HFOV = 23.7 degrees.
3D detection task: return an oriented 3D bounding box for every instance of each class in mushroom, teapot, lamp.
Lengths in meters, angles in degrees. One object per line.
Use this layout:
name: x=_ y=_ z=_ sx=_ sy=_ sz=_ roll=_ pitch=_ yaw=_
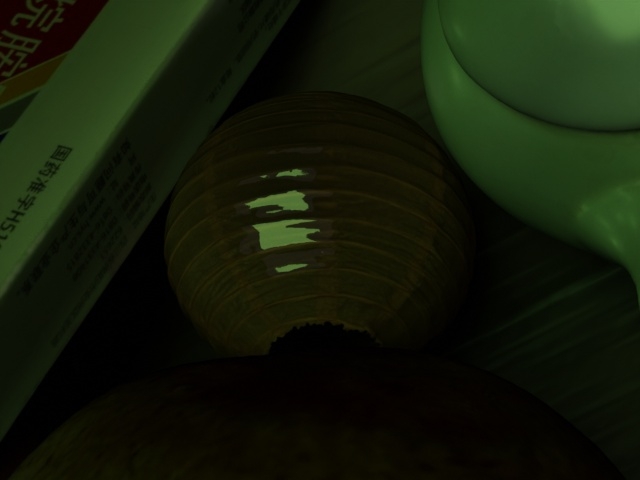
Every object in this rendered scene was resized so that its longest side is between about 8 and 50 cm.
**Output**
mushroom: x=0.000 y=0.138 z=0.577 sx=0.283 sy=0.263 sz=0.195 roll=-27 pitch=61 yaw=59
teapot: x=0.174 y=-0.129 z=0.593 sx=0.318 sy=0.149 sz=0.220 roll=-47 pitch=66 yaw=13
lamp: x=0.000 y=0.000 z=0.666 sx=0.136 sy=0.136 sz=0.136 roll=-5 pitch=79 yaw=26

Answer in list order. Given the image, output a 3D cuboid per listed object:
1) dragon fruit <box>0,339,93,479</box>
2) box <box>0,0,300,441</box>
dragon fruit: x=-0.171 y=0.134 z=0.701 sx=0.182 sy=0.182 sz=0.189 roll=-26 pitch=100 yaw=20
box: x=-0.157 y=-0.071 z=0.709 sx=0.214 sy=0.069 sz=0.353 roll=15 pitch=60 yaw=28
